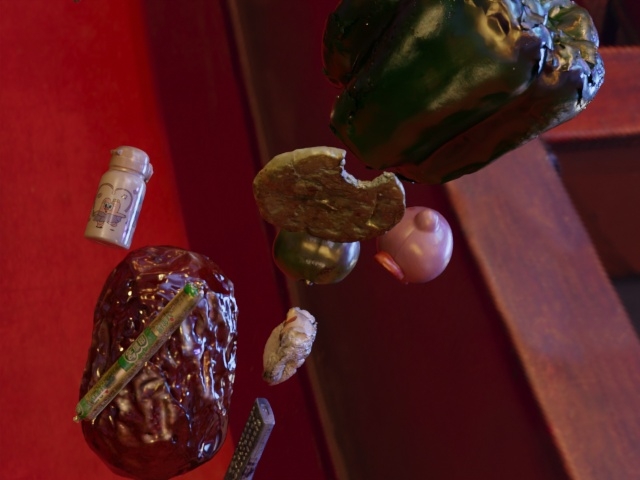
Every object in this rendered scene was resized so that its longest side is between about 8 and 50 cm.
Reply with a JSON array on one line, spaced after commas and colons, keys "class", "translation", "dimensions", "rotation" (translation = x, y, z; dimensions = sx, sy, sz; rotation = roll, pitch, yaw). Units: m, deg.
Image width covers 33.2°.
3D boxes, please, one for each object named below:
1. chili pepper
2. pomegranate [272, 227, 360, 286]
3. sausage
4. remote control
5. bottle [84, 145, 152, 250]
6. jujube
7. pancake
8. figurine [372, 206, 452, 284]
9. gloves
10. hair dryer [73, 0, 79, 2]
[{"class": "chili pepper", "translation": [0.134, -0.186, 1.091], "dimensions": [0.248, 0.256, 0.233], "rotation": [35, 37, -21]}, {"class": "pomegranate", "translation": [0.000, 0.000, 1.924], "dimensions": [0.152, 0.131, 0.191], "rotation": [16, 30, 6]}, {"class": "sausage", "translation": [-0.246, 0.152, 1.452], "dimensions": [0.269, 0.033, 0.033], "rotation": [-47, 70, 10]}, {"class": "remote control", "translation": [-0.087, 0.255, 1.268], "dimensions": [0.027, 0.153, 0.043], "rotation": [9, 33, -18]}, {"class": "bottle", "translation": [-0.409, -0.089, 2.218], "dimensions": [0.110, 0.097, 0.209], "rotation": [26, 75, -45]}, {"class": "jujube", "translation": [-0.246, 0.200, 1.678], "dimensions": [0.258, 0.377, 0.258], "rotation": [12, 22, -5]}, {"class": "pancake", "translation": [0.011, -0.070, 1.732], "dimensions": [0.253, 0.254, 0.037], "rotation": [11, 58, -4]}, {"class": "figurine", "translation": [0.202, 0.007, 2.292], "dimensions": [0.173, 0.173, 0.173], "rotation": [6, 54, -8]}, {"class": "gloves", "translation": [-0.061, 0.205, 1.962], "dimensions": [0.070, 0.153, 0.114], "rotation": [28, 27, -14]}, {"class": "hair dryer", "translation": [-0.206, -0.191, 0.695], "dimensions": [0.154, 0.054, 0.106], "rotation": [-44, 117, -43]}]
